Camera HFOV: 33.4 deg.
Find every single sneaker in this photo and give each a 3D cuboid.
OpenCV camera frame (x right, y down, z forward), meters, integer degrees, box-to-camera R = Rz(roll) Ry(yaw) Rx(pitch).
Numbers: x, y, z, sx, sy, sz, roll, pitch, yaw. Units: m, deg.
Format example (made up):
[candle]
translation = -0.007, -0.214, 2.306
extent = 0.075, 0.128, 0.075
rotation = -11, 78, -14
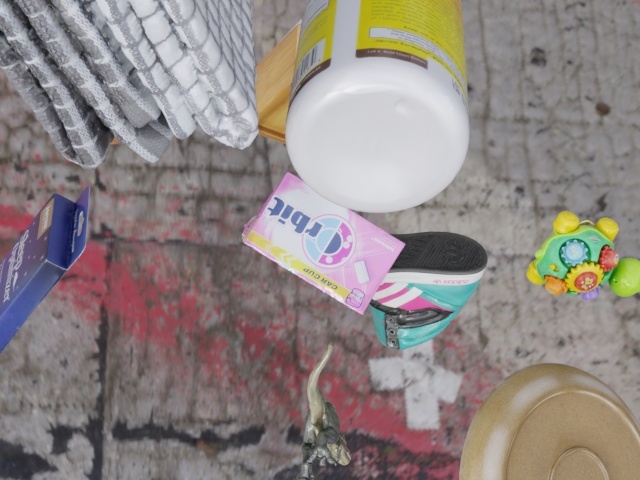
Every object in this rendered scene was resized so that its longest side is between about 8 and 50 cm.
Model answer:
[sneaker]
translation = 0.074, 0.067, 1.515
extent = 0.295, 0.178, 0.124
rotation = 7, 42, -3

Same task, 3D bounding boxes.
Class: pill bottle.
[pill bottle]
translation = 0.042, -0.126, 0.740
extent = 0.117, 0.117, 0.215
rotation = 10, 42, -4

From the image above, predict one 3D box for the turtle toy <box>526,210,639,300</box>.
[turtle toy]
translation = 0.290, 0.027, 1.148
extent = 0.130, 0.095, 0.066
rotation = 9, 37, -16

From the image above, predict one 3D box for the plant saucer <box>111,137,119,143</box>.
[plant saucer]
translation = -0.312, -0.249, 1.709
extent = 0.037, 0.200, 0.200
rotation = 15, 63, 20

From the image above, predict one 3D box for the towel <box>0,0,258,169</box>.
[towel]
translation = -0.140, -0.203, 0.599
extent = 0.121, 0.284, 0.235
rotation = -17, 46, 13

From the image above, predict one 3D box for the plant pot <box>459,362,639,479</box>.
[plant pot]
translation = 0.232, 0.230, 0.986
extent = 0.236, 0.032, 0.236
rotation = 7, 76, -30

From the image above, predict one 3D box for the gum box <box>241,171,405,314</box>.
[gum box]
translation = 0.000, 0.000, 1.376
extent = 0.188, 0.062, 0.107
rotation = 32, 90, -3

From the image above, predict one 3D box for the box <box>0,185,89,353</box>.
[box]
translation = -0.365, 0.035, 1.345
extent = 0.036, 0.225, 0.136
rotation = 30, 29, -28

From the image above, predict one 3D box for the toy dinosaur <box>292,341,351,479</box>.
[toy dinosaur]
translation = 0.000, 0.248, 1.376
extent = 0.064, 0.268, 0.118
rotation = 6, 54, 8

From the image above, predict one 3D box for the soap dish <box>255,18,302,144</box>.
[soap dish]
translation = 0.005, -0.237, 1.756
extent = 0.229, 0.291, 0.118
rotation = 19, 70, -19
